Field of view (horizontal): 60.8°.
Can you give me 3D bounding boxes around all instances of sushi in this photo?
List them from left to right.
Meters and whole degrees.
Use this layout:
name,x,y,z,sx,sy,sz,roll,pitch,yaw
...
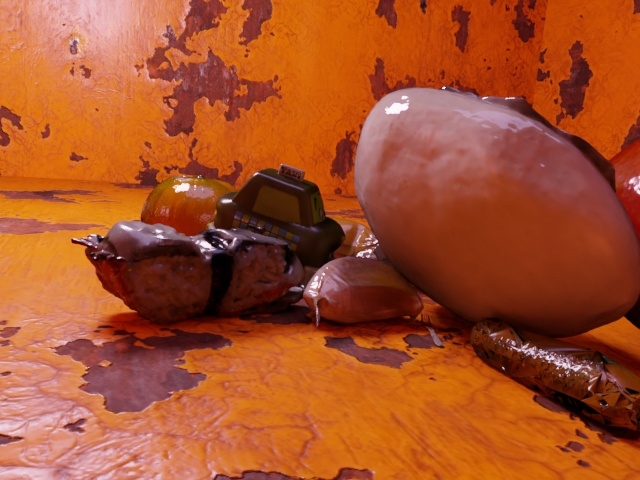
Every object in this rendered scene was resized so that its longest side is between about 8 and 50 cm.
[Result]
name,x,y,z,sx,sy,sz,roll,pitch,yaw
sushi,-0.168,0.040,0.775,0.332,0.129,0.124,-1,11,-36

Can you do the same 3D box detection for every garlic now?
name,x,y,z,sx,sy,sz,roll,pitch,yaw
garlic,0.045,0.081,0.795,0.198,0.090,0.128,4,21,-36

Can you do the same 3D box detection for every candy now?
name,x,y,z,sx,sy,sz,roll,pitch,yaw
candy,0.217,-0.015,0.752,0.186,0.386,0.427,-43,35,-20

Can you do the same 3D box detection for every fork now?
name,x,y,z,sx,sy,sz,roll,pitch,yaw
fork,0.159,0.129,0.779,0.016,0.012,0.115,1,14,-2

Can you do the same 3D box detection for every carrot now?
name,x,y,z,sx,sy,sz,roll,pitch,yaw
carrot,0.257,0.141,0.611,0.069,0.068,0.229,0,9,-27

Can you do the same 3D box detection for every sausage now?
name,x,y,z,sx,sy,sz,roll,pitch,yaw
sausage,0.004,-0.004,1.190,0.328,0.112,0.112,9,10,35

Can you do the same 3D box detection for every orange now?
name,x,y,z,sx,sy,sz,roll,pitch,yaw
orange,-0.267,-0.055,1.168,0.240,0.171,0.240,4,9,-1

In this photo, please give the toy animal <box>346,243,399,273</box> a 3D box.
name,x,y,z,sx,sy,sz,roll,pitch,yaw
toy animal,0.123,0.049,1.046,0.188,0.089,0.179,-2,-4,-11

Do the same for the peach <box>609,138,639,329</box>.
name,x,y,z,sx,sy,sz,roll,pitch,yaw
peach,0.542,-0.002,0.721,0.389,0.388,0.388,5,9,-1

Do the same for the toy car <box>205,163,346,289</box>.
name,x,y,z,sx,sy,sz,roll,pitch,yaw
toy car,-0.072,-0.037,0.998,0.248,0.198,0.204,21,15,7
